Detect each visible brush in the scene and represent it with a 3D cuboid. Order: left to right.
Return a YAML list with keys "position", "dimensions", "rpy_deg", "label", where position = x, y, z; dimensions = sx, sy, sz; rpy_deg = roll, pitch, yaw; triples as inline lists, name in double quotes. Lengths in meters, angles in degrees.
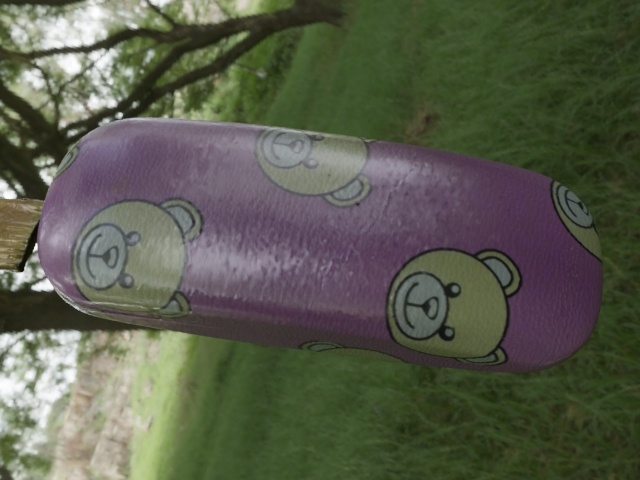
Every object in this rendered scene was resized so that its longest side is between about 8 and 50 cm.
- position: [-0.407, -0.013, 0.747]
  dimensions: [0.020, 0.336, 0.085]
  rpy_deg: [65, -146, -57]
  label: "brush"

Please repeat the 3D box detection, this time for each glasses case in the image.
- position: [0.000, 0.000, 0.454]
  dimensions: [0.076, 0.316, 0.123]
  rpy_deg: [94, -176, -64]
  label: "glasses case"
